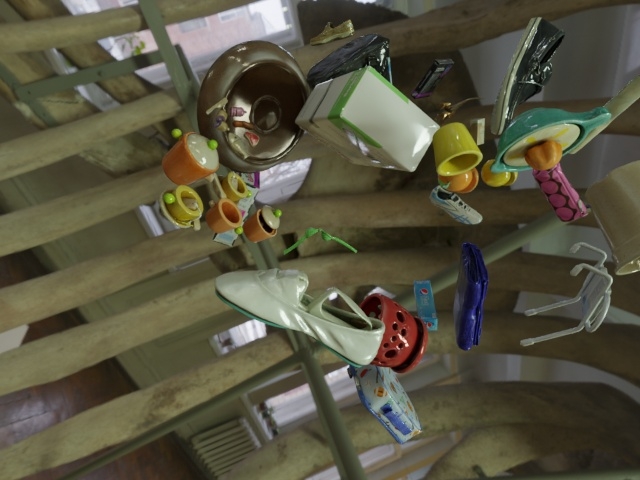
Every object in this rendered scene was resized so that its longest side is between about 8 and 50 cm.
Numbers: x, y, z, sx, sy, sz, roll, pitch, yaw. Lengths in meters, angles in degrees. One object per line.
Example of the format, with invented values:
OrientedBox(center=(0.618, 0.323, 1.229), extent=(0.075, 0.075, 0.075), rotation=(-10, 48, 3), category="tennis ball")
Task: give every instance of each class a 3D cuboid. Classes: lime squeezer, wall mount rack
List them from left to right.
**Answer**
OrientedBox(center=(0.000, 0.000, 1.732), extent=(0.059, 0.310, 0.110), rotation=(107, -19, -71), category="lime squeezer")
OrientedBox(center=(0.731, 0.175, 1.225), extent=(0.130, 0.350, 0.304), rotation=(27, -62, 20), category="wall mount rack")

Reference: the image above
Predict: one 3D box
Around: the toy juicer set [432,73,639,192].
OrientedBox(center=(0.349, -0.140, 0.677), extent=(0.209, 0.328, 0.090), rotation=(53, 24, -67), category="toy juicer set")

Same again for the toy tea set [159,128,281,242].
OrientedBox(center=(-0.201, -0.110, 0.923), extent=(0.336, 0.124, 0.200), rotation=(20, 47, -57), category="toy tea set")

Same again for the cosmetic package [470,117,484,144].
OrientedBox(center=(0.725, -0.503, 1.911), extent=(0.041, 0.060, 0.115), rotation=(18, -57, 48), category="cosmetic package")

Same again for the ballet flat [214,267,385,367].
OrientedBox(center=(-0.029, 0.140, 0.906), extent=(0.400, 0.139, 0.139), rotation=(30, 2, -14), category="ballet flat")

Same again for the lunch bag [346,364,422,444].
OrientedBox(center=(0.207, 0.508, 1.354), extent=(0.303, 0.115, 0.243), rotation=(52, 9, -28), category="lunch bag")

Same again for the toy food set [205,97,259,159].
OrientedBox(center=(-0.170, -0.234, 0.843), extent=(0.122, 0.078, 0.019), rotation=(47, -24, -9), category="toy food set")

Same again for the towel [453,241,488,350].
OrientedBox(center=(0.502, 0.188, 1.383), extent=(0.228, 0.076, 0.308), rotation=(-70, 160, -54), category="towel")

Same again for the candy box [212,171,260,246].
OrientedBox(center=(-0.266, -0.120, 1.306), extent=(0.233, 0.071, 0.159), rotation=(-60, -157, 28), category="candy box")

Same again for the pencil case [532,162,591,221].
OrientedBox(center=(0.781, -0.163, 1.344), extent=(0.209, 0.095, 0.098), rotation=(50, 10, -10), category="pencil case")

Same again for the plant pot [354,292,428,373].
OrientedBox(center=(0.190, 0.267, 1.168), extent=(0.174, 0.191, 0.191), rotation=(28, 4, -16), category="plant pot")

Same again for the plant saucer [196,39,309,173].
OrientedBox(center=(-0.138, -0.302, 0.980), extent=(0.050, 0.310, 0.311), rotation=(33, -31, 41), category="plant saucer")

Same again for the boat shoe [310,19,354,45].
OrientedBox(center=(0.042, -0.838, 1.661), extent=(0.068, 0.189, 0.072), rotation=(-64, 141, -53), category="boat shoe")

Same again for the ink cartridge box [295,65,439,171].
OrientedBox(center=(0.088, -0.254, 0.903), extent=(0.198, 0.115, 0.273), rotation=(30, 1, -25), category="ink cartridge box")

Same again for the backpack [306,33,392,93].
OrientedBox(center=(0.117, -0.480, 1.423), extent=(0.356, 0.290, 0.273), rotation=(58, -2, -42), category="backpack")

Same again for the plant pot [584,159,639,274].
OrientedBox(center=(1.100, -0.091, 1.420), extent=(0.334, 0.333, 0.306), rotation=(83, -10, -62), category="plant pot")

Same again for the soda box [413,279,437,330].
OrientedBox(center=(0.413, 0.254, 1.633), extent=(0.210, 0.067, 0.071), rotation=(-82, 164, -51), category="soda box")

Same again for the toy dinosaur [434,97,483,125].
OrientedBox(center=(0.501, -0.501, 1.584), extent=(0.211, 0.112, 0.064), rotation=(-36, -107, 44), category="toy dinosaur")

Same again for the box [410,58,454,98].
OrientedBox(center=(0.429, -0.621, 1.589), extent=(0.029, 0.116, 0.162), rotation=(52, -44, 14), category="box")

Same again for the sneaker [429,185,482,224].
OrientedBox(center=(0.566, -0.145, 1.724), extent=(0.237, 0.085, 0.086), rotation=(34, -28, 16), category="sneaker")

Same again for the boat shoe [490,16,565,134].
OrientedBox(center=(0.780, -0.616, 1.559), extent=(0.156, 0.500, 0.187), rotation=(24, -11, 16), category="boat shoe")
